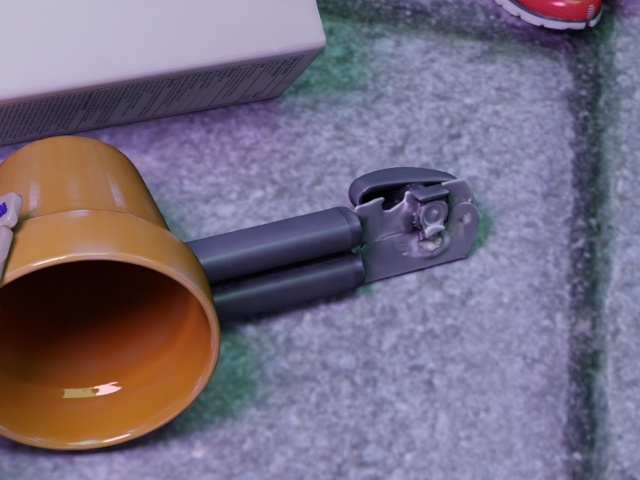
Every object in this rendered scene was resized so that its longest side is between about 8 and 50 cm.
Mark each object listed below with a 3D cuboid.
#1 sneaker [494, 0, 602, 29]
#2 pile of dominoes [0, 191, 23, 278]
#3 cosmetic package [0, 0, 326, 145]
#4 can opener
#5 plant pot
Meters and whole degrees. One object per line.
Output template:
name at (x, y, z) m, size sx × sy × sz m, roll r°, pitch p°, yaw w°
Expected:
sneaker at (0.197, -0.322, 1.873) m, size 0.107 × 0.118 × 0.279 m, roll -9°, pitch 59°, yaw -16°
pile of dominoes at (-0.332, 0.071, 1.445) m, size 0.040 × 0.251 × 0.196 m, roll 36°, pitch 50°, yaw -35°
cosmetic package at (-0.170, -0.167, 1.658) m, size 0.309 × 0.160 × 0.113 m, roll -12°, pitch 81°, yaw -19°
can opener at (0.000, 0.000, 1.665) m, size 0.283 × 0.076 × 0.095 m, roll -13°, pitch 29°, yaw -19°
plant pot at (-0.192, 0.025, 1.533) m, size 0.205 × 0.205 × 0.188 m, roll -2°, pitch 42°, yaw -13°
